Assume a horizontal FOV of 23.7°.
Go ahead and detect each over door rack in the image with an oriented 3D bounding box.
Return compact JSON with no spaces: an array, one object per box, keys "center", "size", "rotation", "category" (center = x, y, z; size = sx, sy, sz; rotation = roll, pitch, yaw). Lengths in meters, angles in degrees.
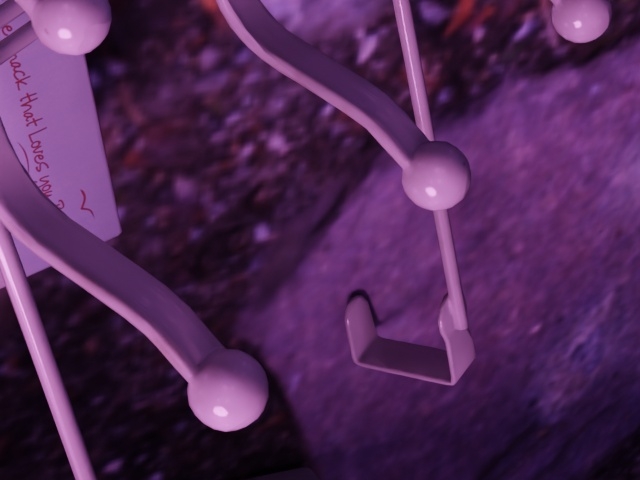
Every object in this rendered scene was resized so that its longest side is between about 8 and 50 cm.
[{"center":[0.000,0.000,0.512],"size":[0.239,0.108,0.324],"rotation":[-45,146,-40],"category":"over door rack"}]

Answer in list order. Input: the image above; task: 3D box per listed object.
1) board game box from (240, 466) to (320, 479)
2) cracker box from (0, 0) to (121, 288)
[{"center":[0.006,0.284,0.658],"size":[0.097,0.303,0.224],"rotation":[-6,125,-36],"category":"board game box"},{"center":[-0.182,-0.028,0.434],"size":[0.232,0.067,0.156],"rotation":[-25,136,-21],"category":"cracker box"}]
